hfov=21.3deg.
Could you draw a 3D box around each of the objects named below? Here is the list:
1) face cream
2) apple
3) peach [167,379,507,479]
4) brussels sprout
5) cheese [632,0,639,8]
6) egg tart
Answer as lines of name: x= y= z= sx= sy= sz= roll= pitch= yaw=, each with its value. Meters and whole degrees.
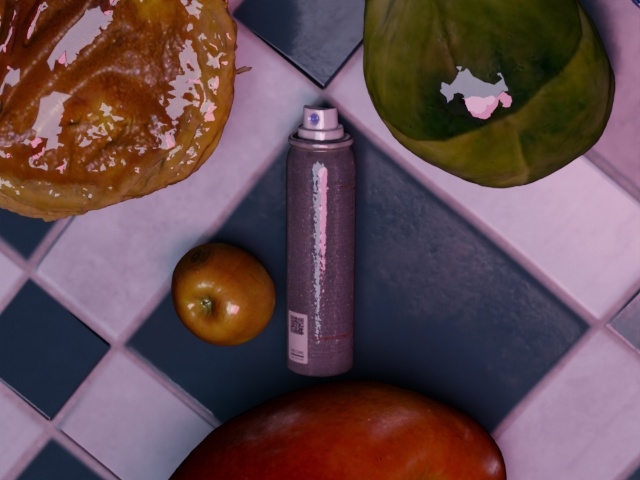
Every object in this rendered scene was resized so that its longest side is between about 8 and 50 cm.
face cream: x=0.000 y=0.000 z=1.765 sx=0.073 sy=0.073 sz=0.283 roll=4 pitch=107 yaw=11
apple: x=-0.102 y=0.055 z=1.787 sx=0.099 sy=0.102 sz=0.114 roll=-36 pitch=95 yaw=20
peach: x=0.002 y=0.328 z=1.740 sx=0.406 sy=0.310 sz=0.335 roll=-27 pitch=102 yaw=17
brussels sprout: x=0.148 y=-0.180 z=1.623 sx=0.219 sy=0.210 sz=0.271 roll=-28 pitch=83 yaw=13
cheese: x=0.257 y=-0.315 z=1.627 sx=0.250 sy=0.064 sz=0.156 roll=39 pitch=111 yaw=1
egg tart: x=-0.232 y=-0.191 z=1.717 sx=0.340 sy=0.153 sz=0.351 roll=5 pitch=106 yaw=10
